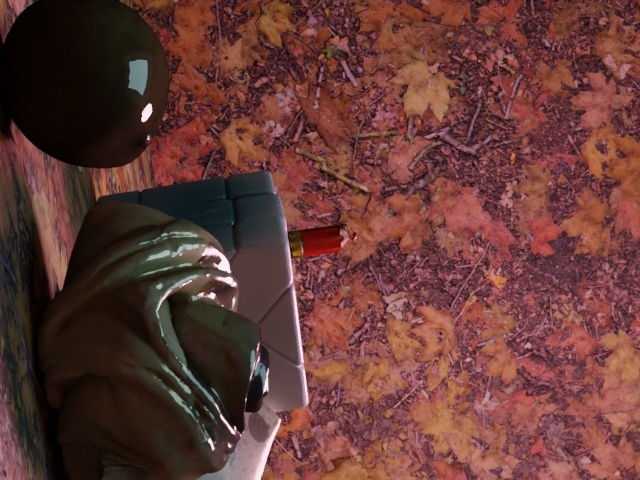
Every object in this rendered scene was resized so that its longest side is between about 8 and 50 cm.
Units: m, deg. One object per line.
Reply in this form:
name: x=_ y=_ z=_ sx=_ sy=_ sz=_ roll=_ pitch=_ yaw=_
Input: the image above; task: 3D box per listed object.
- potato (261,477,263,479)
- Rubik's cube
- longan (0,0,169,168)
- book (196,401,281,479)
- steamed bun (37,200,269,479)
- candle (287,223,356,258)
potato: x=-0.162 y=0.519 z=1.952 sx=0.330 sy=0.280 sz=0.212 roll=-104 pitch=-175 yaw=-50
Rubik's cube: x=-0.203 y=0.097 z=2.125 sx=0.316 sy=0.322 sz=0.318 roll=-103 pitch=-175 yaw=-65
longan: x=-0.265 y=-0.181 z=1.431 sx=0.220 sy=0.197 sz=0.196 roll=71 pitch=10 yaw=-70
book: x=-0.186 y=0.316 z=1.857 sx=0.264 sy=0.031 sz=0.379 roll=50 pitch=34 yaw=-24
steamed bun: x=-0.175 y=0.149 z=1.535 sx=0.346 sy=0.238 sz=0.394 roll=10 pitch=81 yaw=-76
candle: x=0.000 y=0.000 z=2.247 sx=0.052 sy=0.131 sz=0.052 roll=171 pitch=-90 yaw=-85
